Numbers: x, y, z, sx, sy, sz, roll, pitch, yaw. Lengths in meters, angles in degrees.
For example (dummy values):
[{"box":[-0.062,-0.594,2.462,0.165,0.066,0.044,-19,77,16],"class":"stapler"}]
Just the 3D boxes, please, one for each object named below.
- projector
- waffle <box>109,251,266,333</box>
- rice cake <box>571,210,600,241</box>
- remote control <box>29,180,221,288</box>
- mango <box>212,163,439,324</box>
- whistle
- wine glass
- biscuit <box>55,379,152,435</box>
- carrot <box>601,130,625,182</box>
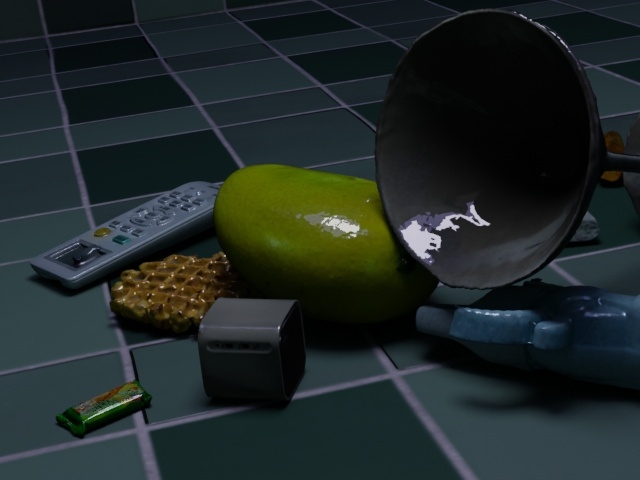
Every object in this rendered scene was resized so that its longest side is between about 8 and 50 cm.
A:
[{"box":[-0.065,0.104,1.080,0.082,0.083,0.083,0,22,15],"class":"projector"},{"box":[-0.149,0.057,1.283,0.191,0.038,0.191,-5,22,2],"class":"waffle"},{"box":[0.223,-0.015,1.369,0.222,0.042,0.080,-7,23,-1],"class":"rice cake"},{"box":[-0.227,-0.009,1.455,0.293,0.051,0.103,-27,29,-36],"class":"remote control"},{"box":[-0.001,0.004,1.207,0.273,0.149,0.185,15,28,17],"class":"mango"},{"box":[0.222,0.085,1.054,0.274,0.093,0.186,5,8,30],"class":"whistle"},{"box":[0.288,-0.080,1.153,0.406,0.267,0.267,1,12,-41],"class":"wine glass"},{"box":[-0.203,0.158,1.069,0.089,0.016,0.046,-21,26,-33],"class":"biscuit"},{"box":[0.412,-0.120,1.587,0.042,0.042,0.170,0,22,14],"class":"carrot"}]
